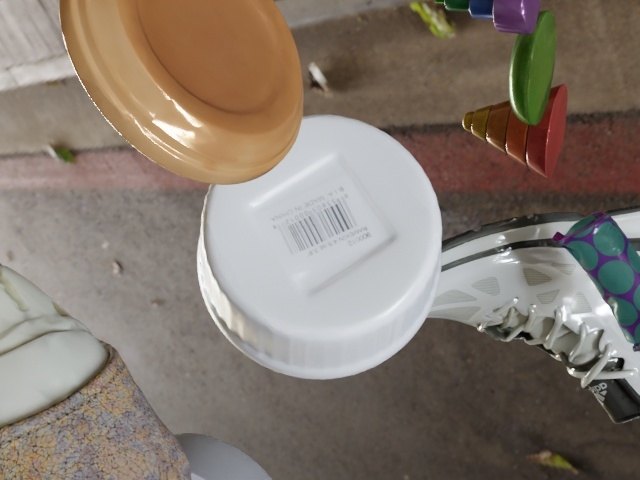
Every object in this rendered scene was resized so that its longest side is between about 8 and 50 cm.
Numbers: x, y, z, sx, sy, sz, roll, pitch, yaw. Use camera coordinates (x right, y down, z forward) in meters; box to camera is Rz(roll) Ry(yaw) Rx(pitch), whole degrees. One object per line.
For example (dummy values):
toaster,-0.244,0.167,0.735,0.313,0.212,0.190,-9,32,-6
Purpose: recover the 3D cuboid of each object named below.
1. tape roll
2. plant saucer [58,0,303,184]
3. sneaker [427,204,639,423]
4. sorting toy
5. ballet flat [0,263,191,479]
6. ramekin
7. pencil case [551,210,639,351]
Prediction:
tape roll,-0.144,0.338,1.184,0.219,0.072,0.219,10,114,22
plant saucer,-0.083,-0.135,0.698,0.037,0.200,0.200,-29,100,39
sneaker,0.300,0.105,1.246,0.169,0.447,0.258,134,126,-67
sorting toy,0.203,-0.191,1.172,0.126,0.127,0.365,10,161,23
ballet flat,-0.159,0.062,0.480,0.316,0.107,0.106,14,125,57
ramekin,0.000,0.000,1.090,0.277,0.277,0.135,43,166,12
pencil case,0.323,0.042,1.104,0.070,0.064,0.152,-30,97,48
